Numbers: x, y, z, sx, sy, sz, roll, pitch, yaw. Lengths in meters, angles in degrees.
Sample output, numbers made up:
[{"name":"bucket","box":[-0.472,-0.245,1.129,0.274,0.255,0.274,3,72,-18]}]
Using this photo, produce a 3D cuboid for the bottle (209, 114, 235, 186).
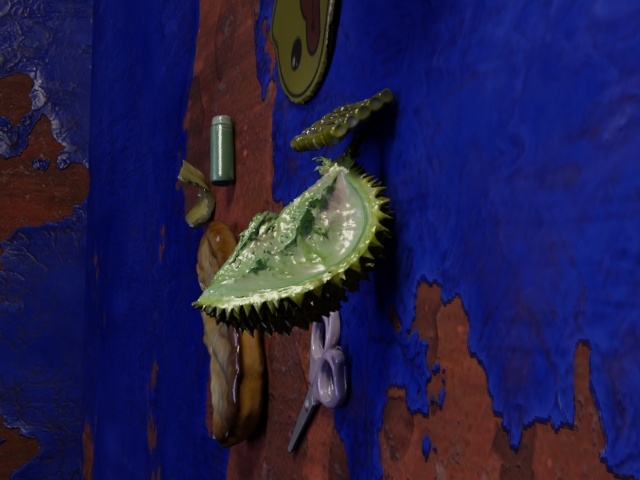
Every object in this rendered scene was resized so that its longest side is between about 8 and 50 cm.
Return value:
[{"name":"bottle","box":[-0.119,-0.108,1.418,0.030,0.030,0.083,143,128,-67]}]

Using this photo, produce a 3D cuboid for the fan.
[{"name":"fan","box":[-0.003,-0.256,1.110,0.335,0.011,0.229,142,128,-69]}]

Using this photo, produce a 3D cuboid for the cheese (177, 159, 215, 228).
[{"name":"cheese","box":[-0.161,-0.063,1.528,0.060,0.041,0.084,-128,27,-74]}]

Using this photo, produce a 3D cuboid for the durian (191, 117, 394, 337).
[{"name":"durian","box":[0.000,0.000,0.905,0.215,0.100,0.086,-46,1,-24]}]

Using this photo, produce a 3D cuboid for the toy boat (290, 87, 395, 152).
[{"name":"toy boat","box":[0.016,-0.096,0.954,0.016,0.063,0.115,56,164,-11]}]

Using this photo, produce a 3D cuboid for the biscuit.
[{"name":"biscuit","box":[-0.104,0.088,1.328,0.154,0.045,0.299,111,155,-48]}]

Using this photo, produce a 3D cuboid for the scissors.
[{"name":"scissors","box":[-0.007,0.143,1.075,0.189,0.015,0.100,108,158,-46]}]
